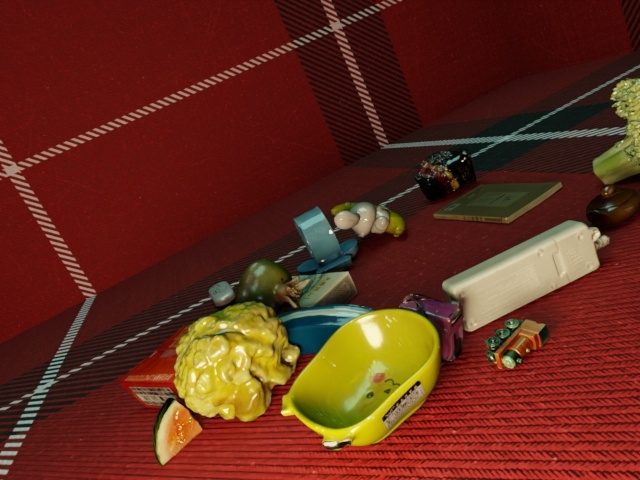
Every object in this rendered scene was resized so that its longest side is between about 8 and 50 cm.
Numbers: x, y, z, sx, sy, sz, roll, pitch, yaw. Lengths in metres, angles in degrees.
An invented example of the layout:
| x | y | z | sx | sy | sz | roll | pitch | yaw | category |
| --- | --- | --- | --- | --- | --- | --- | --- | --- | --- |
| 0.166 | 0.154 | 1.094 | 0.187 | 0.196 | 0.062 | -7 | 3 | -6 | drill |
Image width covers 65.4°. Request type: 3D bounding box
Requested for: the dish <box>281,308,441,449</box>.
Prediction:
| x | y | z | sx | sy | sz | roll | pitch | yaw | category |
| --- | --- | --- | --- | --- | --- | --- | --- | --- | --- |
| 0.083 | 0.232 | 0.787 | 0.262 | 0.108 | 0.221 | -40 | 24 | -26 | dish |

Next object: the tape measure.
| x | y | z | sx | sy | sz | roll | pitch | yaw | category |
| --- | --- | --- | --- | --- | --- | --- | --- | --- | --- |
| 0.188 | 0.153 | 0.868 | 0.118 | 0.125 | 0.074 | 8 | 29 | 39 | tape measure |

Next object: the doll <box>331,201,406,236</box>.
| x | y | z | sx | sy | sz | roll | pitch | yaw | category |
| --- | --- | --- | --- | --- | --- | --- | --- | --- | --- |
| 0.145 | -0.066 | 1.569 | 0.237 | 0.111 | 0.252 | 15 | 14 | -8 | doll |

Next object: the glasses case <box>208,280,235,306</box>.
| x | y | z | sx | sy | sz | roll | pitch | yaw | category |
| --- | --- | --- | --- | --- | --- | --- | --- | --- | --- |
| -0.340 | 0.183 | 1.718 | 0.076 | 0.049 | 0.197 | -28 | 16 | -13 | glasses case |

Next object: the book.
| x | y | z | sx | sy | sz | roll | pitch | yaw | category |
| --- | --- | --- | --- | --- | --- | --- | --- | --- | --- |
| 0.502 | -0.113 | 1.450 | 0.216 | 0.021 | 0.310 | -30 | 16 | -19 | book |

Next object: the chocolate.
| x | y | z | sx | sy | sz | roll | pitch | yaw | category |
| --- | --- | --- | --- | --- | --- | --- | --- | --- | --- |
| -0.318 | 0.300 | 1.202 | 0.237 | 0.108 | 0.235 | -11 | 20 | 37 | chocolate |

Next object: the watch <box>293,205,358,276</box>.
| x | y | z | sx | sy | sz | roll | pitch | yaw | category |
| --- | --- | --- | --- | --- | --- | --- | --- | --- | --- |
| 0.000 | 0.000 | 1.527 | 0.210 | 0.193 | 0.211 | -25 | 14 | 7 | watch |

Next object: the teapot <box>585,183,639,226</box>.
| x | y | z | sx | sy | sz | roll | pitch | yaw | category |
| --- | --- | --- | --- | --- | --- | --- | --- | --- | --- |
| 0.614 | -0.079 | 1.057 | 0.129 | 0.078 | 0.098 | -32 | 17 | -22 | teapot |

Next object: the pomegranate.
| x | y | z | sx | sy | sz | roll | pitch | yaw | category |
| --- | --- | --- | --- | --- | --- | --- | --- | --- | --- |
| -0.111 | 0.120 | 1.196 | 0.191 | 0.131 | 0.152 | -5 | 59 | 35 | pomegranate |

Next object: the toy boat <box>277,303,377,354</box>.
| x | y | z | sx | sy | sz | roll | pitch | yaw | category |
| --- | --- | --- | --- | --- | --- | --- | --- | --- | --- |
| 0.001 | 0.195 | 1.081 | 0.299 | 0.096 | 0.062 | -16 | 25 | 32 | toy boat |

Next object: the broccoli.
| x | y | z | sx | sy | sz | roll | pitch | yaw | category |
| --- | --- | --- | --- | --- | --- | --- | --- | --- | --- |
| 0.778 | -0.278 | 1.144 | 0.301 | 0.249 | 0.375 | -9 | 28 | 37 | broccoli |

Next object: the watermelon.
| x | y | z | sx | sy | sz | roll | pitch | yaw | category |
| --- | --- | --- | --- | --- | --- | --- | --- | --- | --- |
| -0.284 | 0.372 | 1.005 | 0.094 | 0.125 | 0.135 | 4 | -6 | -5 | watermelon |

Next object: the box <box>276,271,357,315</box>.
| x | y | z | sx | sy | sz | roll | pitch | yaw | category |
| --- | --- | --- | --- | --- | --- | --- | --- | --- | --- |
| -0.050 | 0.158 | 1.319 | 0.256 | 0.069 | 0.164 | -9 | 22 | 46 | box |

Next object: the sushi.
| x | y | z | sx | sy | sz | roll | pitch | yaw | category |
| --- | --- | --- | --- | --- | --- | --- | --- | --- | --- |
| 0.413 | -0.220 | 1.718 | 0.172 | 0.153 | 0.150 | 22 | 64 | 40 | sushi |

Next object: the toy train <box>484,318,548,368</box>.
| x | y | z | sx | sy | sz | roll | pitch | yaw | category |
| --- | --- | --- | --- | --- | --- | --- | --- | --- | --- |
| 0.311 | 0.166 | 0.799 | 0.103 | 0.044 | 0.064 | -33 | 28 | -28 | toy train |

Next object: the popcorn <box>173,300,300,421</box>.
| x | y | z | sx | sy | sz | roll | pitch | yaw | category |
| --- | --- | --- | --- | --- | --- | --- | --- | --- | --- |
| -0.160 | 0.243 | 1.012 | 0.206 | 0.251 | 0.237 | -41 | 35 | 50 | popcorn |

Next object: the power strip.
| x | y | z | sx | sy | sz | roll | pitch | yaw | category |
| --- | --- | --- | --- | --- | --- | --- | --- | --- | --- |
| 0.381 | 0.061 | 0.926 | 0.338 | 0.098 | 0.058 | -25 | 13 | -2 | power strip |
